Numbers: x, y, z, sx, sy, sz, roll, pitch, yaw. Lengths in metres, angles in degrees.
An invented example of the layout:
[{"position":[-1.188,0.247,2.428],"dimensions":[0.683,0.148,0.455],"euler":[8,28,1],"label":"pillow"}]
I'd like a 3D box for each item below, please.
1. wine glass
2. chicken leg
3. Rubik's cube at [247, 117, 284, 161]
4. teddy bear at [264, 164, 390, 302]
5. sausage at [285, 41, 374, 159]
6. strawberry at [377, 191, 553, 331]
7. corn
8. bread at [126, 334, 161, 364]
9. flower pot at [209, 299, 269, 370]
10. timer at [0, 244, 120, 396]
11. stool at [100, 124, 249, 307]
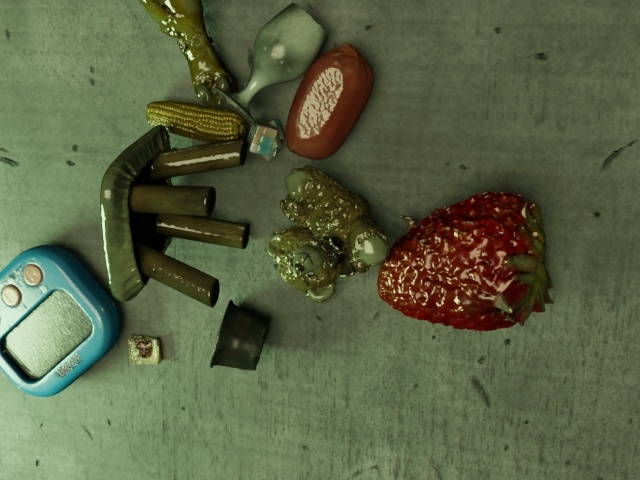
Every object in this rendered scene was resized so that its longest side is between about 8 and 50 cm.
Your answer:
[{"position":[-0.097,-0.352,1.636],"dimensions":[0.126,0.126,0.241],"euler":[43,91,2],"label":"wine glass"},{"position":[-0.287,-0.455,1.667],"dimensions":[0.152,0.201,0.429],"euler":[-17,112,20],"label":"chicken leg"},{"position":[-0.113,-0.218,1.733],"dimensions":[0.073,0.084,0.075],"euler":[15,127,-16],"label":"Rubik's cube"},{"position":[0.000,0.000,1.711],"dimensions":[0.267,0.156,0.256],"euler":[46,113,11],"label":"teddy bear"},{"position":[0.017,-0.275,1.649],"dimensions":[0.148,0.148,0.255],"euler":[28,108,7],"label":"sausage"},{"position":[0.274,0.037,1.605],"dimensions":[0.343,0.292,0.292],"euler":[6,105,26],"label":"strawberry"},{"position":[-0.270,-0.254,1.762],"dimensions":[0.231,0.080,0.080],"euler":[11,106,12],"label":"corn"},{"position":[-0.420,0.264,1.955],"dimensions":[0.083,0.035,0.070],"euler":[3,106,12],"label":"bread"},{"position":[-0.175,0.220,1.824],"dimensions":[0.106,0.157,0.158],"euler":[15,108,-3],"label":"flower pot"},{"position":[-0.656,0.193,1.959],"dimensions":[0.340,0.115,0.309],"euler":[-40,90,20],"label":"timer"},{"position":[-0.289,-0.047,1.680],"dimensions":[0.226,0.310,0.310],"euler":[9,124,10],"label":"stool"}]
